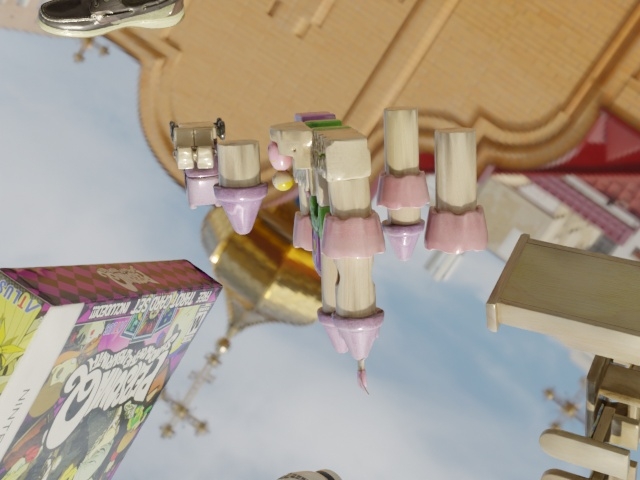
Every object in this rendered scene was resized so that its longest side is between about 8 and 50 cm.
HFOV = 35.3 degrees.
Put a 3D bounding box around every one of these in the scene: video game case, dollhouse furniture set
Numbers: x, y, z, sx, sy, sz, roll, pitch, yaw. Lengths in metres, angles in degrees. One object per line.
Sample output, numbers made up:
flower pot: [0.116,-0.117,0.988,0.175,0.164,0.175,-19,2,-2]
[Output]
video game case: [-0.161,0.109,0.587,0.041,0.210,0.232,33,-173,12]
dollhouse furniture set: [0.278,0.129,1.081,0.161,0.242,0.212,13,-131,26]

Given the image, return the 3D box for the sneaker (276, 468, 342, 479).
sneaker: [0.027,0.391,1.292,0.235,0.090,0.095,41,-169,34]

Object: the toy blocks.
toy blocks: [0.000,0.000,1.114,0.308,0.260,0.288,-5,-166,-9]

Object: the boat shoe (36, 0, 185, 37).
boat shoe: [-0.214,-0.244,1.030,0.152,0.049,0.056,-12,-125,-21]
